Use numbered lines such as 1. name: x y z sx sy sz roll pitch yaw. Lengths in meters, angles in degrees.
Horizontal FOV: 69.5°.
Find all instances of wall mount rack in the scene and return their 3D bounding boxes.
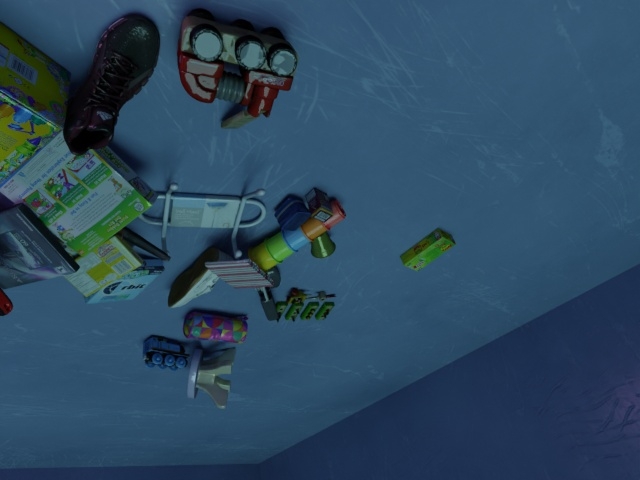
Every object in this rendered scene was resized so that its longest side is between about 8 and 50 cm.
1. wall mount rack: -0.290 -0.070 1.195 0.349 0.131 0.304 0 140 -23

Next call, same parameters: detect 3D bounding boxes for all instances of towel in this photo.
1. towel: -0.237 0.098 1.380 0.144 0.029 0.197 -5 153 17

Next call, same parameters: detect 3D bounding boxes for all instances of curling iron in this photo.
1. curling iron: -0.504 -0.017 1.158 0.274 0.068 0.035 34 106 -16

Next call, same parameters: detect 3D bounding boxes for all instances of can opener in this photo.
1. can opener: -0.178 0.195 1.634 0.093 0.074 0.281 -12 144 -8

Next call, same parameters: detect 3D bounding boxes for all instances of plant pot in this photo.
1. plant pot: 0.000 0.000 1.455 0.083 0.083 0.079 -17 132 1

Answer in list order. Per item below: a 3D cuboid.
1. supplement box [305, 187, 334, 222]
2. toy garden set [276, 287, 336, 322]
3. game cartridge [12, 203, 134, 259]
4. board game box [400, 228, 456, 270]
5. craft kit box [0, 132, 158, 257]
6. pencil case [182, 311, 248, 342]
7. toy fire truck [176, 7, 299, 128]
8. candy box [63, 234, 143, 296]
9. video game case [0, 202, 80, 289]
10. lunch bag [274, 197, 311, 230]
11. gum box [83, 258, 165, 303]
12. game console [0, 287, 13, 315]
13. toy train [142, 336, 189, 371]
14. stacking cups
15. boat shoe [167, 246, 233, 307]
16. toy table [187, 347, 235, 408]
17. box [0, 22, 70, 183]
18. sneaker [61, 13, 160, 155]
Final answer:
1. supplement box: -0.003 -0.100 1.307 0.054 0.083 0.043 23 129 -41
2. toy garden set: -0.051 0.262 1.793 0.244 0.049 0.204 4 139 -26
3. game cartridge: -0.676 0.011 1.215 0.198 0.062 0.297 -41 138 23
4. board game box: 0.390 0.037 1.677 0.092 0.043 0.181 21 130 -41
5. craft kit box: -0.541 -0.112 1.028 0.249 0.061 0.247 -31 116 19
6. pencil case: -0.383 0.320 1.701 0.236 0.105 0.104 13 135 -37
7. toy fire truck: -0.183 -0.311 0.932 0.216 0.159 0.247 3 129 -26
8. candy box: -0.584 0.068 1.227 0.205 0.027 0.105 -27 114 15
9. video game case: -0.738 0.023 1.105 0.274 0.026 0.196 -13 124 22
10. lunch bag: -0.084 -0.076 1.325 0.098 0.065 0.067 -42 153 29
11. gum box: -0.580 0.120 1.363 0.184 0.041 0.156 -37 160 27
12. game console: -0.905 0.034 0.991 0.386 0.060 0.342 0 133 15
13. toy train: -0.588 0.434 1.757 0.080 0.105 0.184 -31 142 33
14. stacking cups: -0.066 -0.009 1.392 0.316 0.096 0.096 -29 142 16
15. boat shoe: -0.377 0.133 1.453 0.277 0.098 0.096 -39 138 25
16. toy table: -0.444 0.550 1.882 0.160 0.252 0.274 9 150 -6
17. box: -0.648 -0.248 0.778 0.279 0.177 0.290 -30 142 18
18. sneaker: -0.377 -0.265 0.844 0.106 0.163 0.281 26 112 -42
